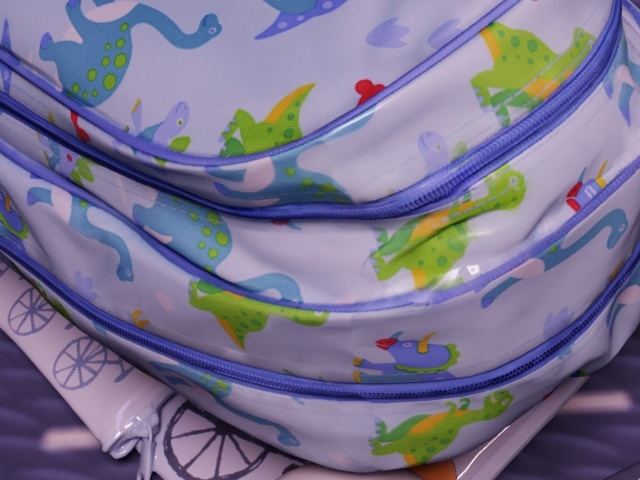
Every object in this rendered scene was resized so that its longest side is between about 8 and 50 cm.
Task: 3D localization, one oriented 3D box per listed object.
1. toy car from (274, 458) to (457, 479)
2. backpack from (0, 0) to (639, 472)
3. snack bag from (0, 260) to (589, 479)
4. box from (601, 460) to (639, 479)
[{"bbox_3d":[-0.020,0.160,0.520,0.210,0.219,0.238,5,32,24],"label":"toy car"},{"bbox_3d":[-0.018,-0.062,0.561,0.290,0.273,0.355,-32,62,-23],"label":"backpack"},{"bbox_3d":[0.000,0.000,0.686,0.323,0.037,0.342,-46,56,-6],"label":"snack bag"},{"bbox_3d":[0.166,0.152,0.523,0.158,0.156,0.093,-23,51,-12],"label":"box"}]
